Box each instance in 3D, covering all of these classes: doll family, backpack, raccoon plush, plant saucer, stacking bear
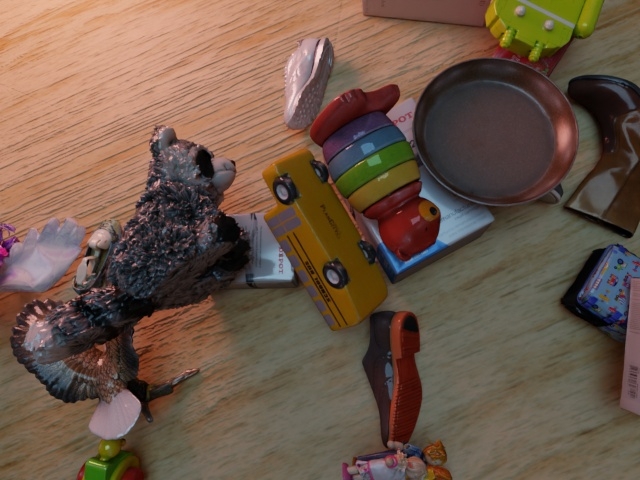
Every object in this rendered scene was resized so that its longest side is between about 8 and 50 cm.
[{"bbox_3d":[0.150,0.412,0.870,0.163,0.263,0.118,-16,35,15],"label":"doll family"},{"bbox_3d":[0.581,0.109,0.928,0.173,0.117,0.158,36,83,10],"label":"backpack"},{"bbox_3d":[-0.334,-0.029,0.867,0.446,0.216,0.299,-23,67,-32],"label":"raccoon plush"},{"bbox_3d":[0.328,-0.206,0.941,0.310,0.050,0.311,0,74,1],"label":"plant saucer"},{"bbox_3d":[0.114,-0.107,0.877,0.175,0.164,0.289,-24,83,-44],"label":"stacking bear"}]

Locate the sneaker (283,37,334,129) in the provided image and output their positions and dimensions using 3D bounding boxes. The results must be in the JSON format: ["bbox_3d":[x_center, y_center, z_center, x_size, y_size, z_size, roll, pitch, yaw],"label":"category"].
[{"bbox_3d":[-0.045,-0.362,1.134,0.094,0.090,0.235,13,74,22],"label":"sneaker"}]

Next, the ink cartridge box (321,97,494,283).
[{"bbox_3d":[0.171,-0.102,1.014,0.223,0.129,0.308,-29,75,-1],"label":"ink cartridge box"}]

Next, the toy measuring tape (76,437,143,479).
[{"bbox_3d":[-0.415,0.526,0.958,0.121,0.121,0.331,10,100,8],"label":"toy measuring tape"}]

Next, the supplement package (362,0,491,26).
[{"bbox_3d":[0.250,-0.626,1.109,0.292,0.177,0.176,9,78,9],"label":"supplement package"}]

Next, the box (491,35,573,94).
[{"bbox_3d":[0.459,-0.414,1.060,0.122,0.128,0.257,33,82,10],"label":"box"}]

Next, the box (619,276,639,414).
[{"bbox_3d":[0.691,0.196,0.859,0.321,0.058,0.233,7,88,-11],"label":"box"}]

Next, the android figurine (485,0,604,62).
[{"bbox_3d":[0.431,-0.479,0.966,0.248,0.056,0.273,26,79,-4],"label":"android figurine"}]

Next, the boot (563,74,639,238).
[{"bbox_3d":[0.589,-0.181,1.030,0.264,0.096,0.281,32,89,5],"label":"boot"}]

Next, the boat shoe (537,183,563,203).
[{"bbox_3d":[0.369,-0.201,1.028,0.335,0.112,0.096,35,87,16],"label":"boat shoe"}]

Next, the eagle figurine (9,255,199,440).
[{"bbox_3d":[-0.426,0.216,0.957,0.225,0.226,0.298,-9,116,40],"label":"eagle figurine"}]

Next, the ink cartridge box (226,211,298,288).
[{"bbox_3d":[-0.151,0.025,1.040,0.208,0.087,0.153,-2,75,7],"label":"ink cartridge box"}]

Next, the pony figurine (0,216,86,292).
[{"bbox_3d":[-0.716,0.059,1.008,0.363,0.302,0.351,12,76,36],"label":"pony figurine"}]

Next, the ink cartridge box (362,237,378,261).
[{"bbox_3d":[0.058,0.050,1.042,0.115,0.029,0.063,-30,75,-3],"label":"ink cartridge box"}]

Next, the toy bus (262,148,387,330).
[{"bbox_3d":[0.000,0.000,0.940,0.108,0.130,0.333,-34,94,-40],"label":"toy bus"}]

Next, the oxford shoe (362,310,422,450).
[{"bbox_3d":[0.137,0.274,0.963,0.098,0.096,0.272,-2,82,41],"label":"oxford shoe"}]

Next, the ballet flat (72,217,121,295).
[{"bbox_3d":[-0.498,0.034,1.087,0.070,0.070,0.189,11,78,9],"label":"ballet flat"}]
